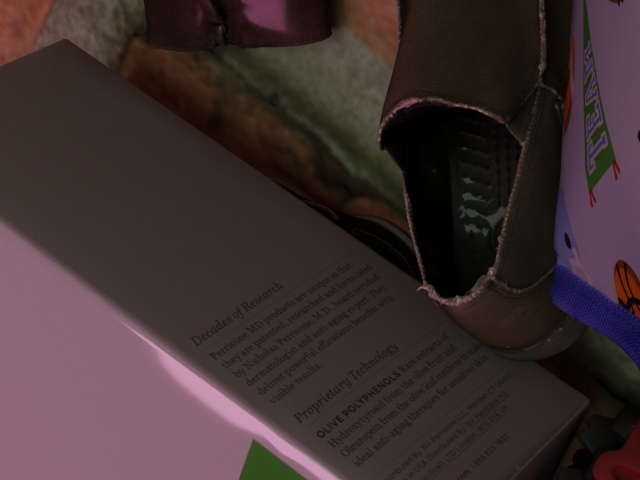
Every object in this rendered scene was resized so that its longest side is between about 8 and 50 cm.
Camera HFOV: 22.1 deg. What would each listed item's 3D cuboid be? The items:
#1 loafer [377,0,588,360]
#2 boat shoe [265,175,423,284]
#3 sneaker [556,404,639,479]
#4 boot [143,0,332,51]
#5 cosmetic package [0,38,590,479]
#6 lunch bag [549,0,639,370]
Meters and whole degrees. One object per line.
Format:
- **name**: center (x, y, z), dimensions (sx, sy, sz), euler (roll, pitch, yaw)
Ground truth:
- **loafer**: center (0.078, -0.071, 0.777), dimensions (0.094, 0.087, 0.251), euler (-18, 72, 33)
- **boat shoe**: center (0.000, 0.000, 0.892), dimensions (0.125, 0.038, 0.046), euler (31, 114, 25)
- **sneaker**: center (0.128, 0.217, 0.756), dimensions (0.135, 0.097, 0.276), euler (29, 72, 13)
- **boot**: center (-0.011, -0.208, 0.853), dimensions (0.248, 0.090, 0.207), euler (-1, 110, 32)
- **cosmetic package**: center (-0.070, 0.078, 0.859), dimensions (0.365, 0.155, 0.197), euler (33, 130, 21)
- **lunch bag**: center (0.231, -0.086, 0.518), dimensions (0.239, 0.385, 0.328), euler (-1, 100, -6)
